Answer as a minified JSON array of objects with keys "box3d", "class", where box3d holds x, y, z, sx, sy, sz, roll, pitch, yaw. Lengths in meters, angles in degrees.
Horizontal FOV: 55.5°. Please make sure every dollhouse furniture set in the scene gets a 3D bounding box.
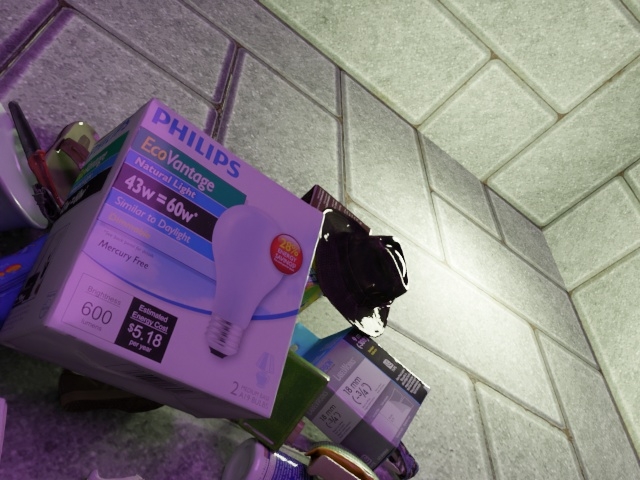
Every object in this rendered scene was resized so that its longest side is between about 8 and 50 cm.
[{"box3d":[0.022,0.339,1.111,0.302,0.151,0.197,34,-5,6],"class":"dollhouse furniture set"}]

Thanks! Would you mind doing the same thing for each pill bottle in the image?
[{"box3d":[-0.069,0.433,1.060,0.187,0.112,0.112,35,32,-20],"class":"pill bottle"}]

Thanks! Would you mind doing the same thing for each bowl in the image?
[{"box3d":[-0.574,-0.130,0.988,0.134,0.298,0.297,-24,66,-12],"class":"bowl"}]

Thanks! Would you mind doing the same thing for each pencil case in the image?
[{"box3d":[-0.472,0.066,0.954,0.119,0.133,0.306,53,31,-2],"class":"pencil case"}]

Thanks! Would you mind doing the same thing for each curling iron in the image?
[{"box3d":[-0.510,-0.149,1.087,0.035,0.068,0.274,-23,65,-12],"class":"curling iron"}]

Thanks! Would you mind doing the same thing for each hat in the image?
[{"box3d":[0.125,0.058,1.395,0.331,0.134,0.331,36,45,-45],"class":"hat"}]

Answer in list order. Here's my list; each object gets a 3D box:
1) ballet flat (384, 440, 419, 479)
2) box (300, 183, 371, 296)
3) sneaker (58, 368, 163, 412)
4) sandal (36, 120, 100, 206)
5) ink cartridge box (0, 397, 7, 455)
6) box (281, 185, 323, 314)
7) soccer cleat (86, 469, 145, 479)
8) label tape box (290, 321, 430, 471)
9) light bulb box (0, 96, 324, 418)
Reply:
[{"box3d":[0.147,0.455,1.365,0.188,0.070,0.070,51,30,12],"class":"ballet flat"},{"box3d":[0.000,0.000,1.594,0.203,0.168,0.167,39,32,-17],"class":"box"},{"box3d":[-0.331,0.237,0.998,0.188,0.066,0.071,15,42,-44],"class":"sneaker"},{"box3d":[-0.479,-0.154,1.209,0.302,0.086,0.120,-98,162,-46],"class":"sandal"},{"box3d":[-0.508,0.241,0.638,0.273,0.197,0.114,19,42,-39],"class":"ink cartridge box"},{"box3d":[-0.163,0.035,1.337,0.290,0.177,0.279,-3,57,-53],"class":"box"},{"box3d":[-0.260,0.392,0.914,0.196,0.068,0.076,25,34,-29],"class":"soccer cleat"},{"box3d":[0.047,0.294,1.307,0.334,0.106,0.241,39,29,11],"class":"label tape box"},{"box3d":[-0.223,0.047,0.943,0.358,0.225,0.360,33,58,-32],"class":"light bulb box"}]
